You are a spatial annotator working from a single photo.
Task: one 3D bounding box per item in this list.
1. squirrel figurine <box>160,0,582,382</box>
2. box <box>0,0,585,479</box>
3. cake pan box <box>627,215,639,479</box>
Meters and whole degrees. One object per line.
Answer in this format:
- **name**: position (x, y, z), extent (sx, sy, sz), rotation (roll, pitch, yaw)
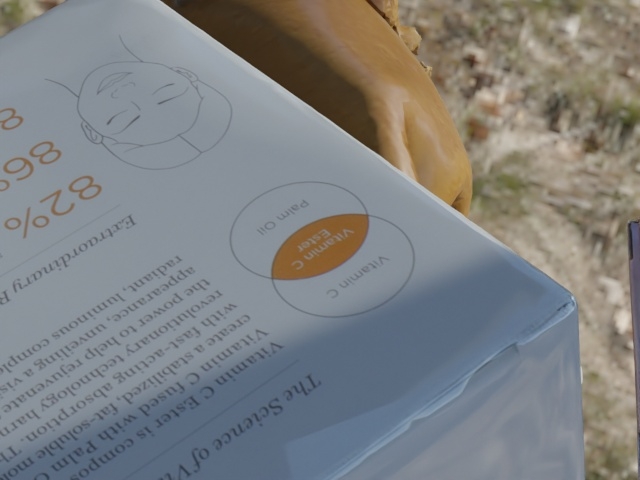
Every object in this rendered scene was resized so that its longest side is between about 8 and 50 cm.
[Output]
- **squirrel figurine**: position (0.000, 0.000, 0.859), extent (0.281, 0.370, 0.397), rotation (-15, 59, 26)
- **box**: position (-0.044, 0.034, 0.379), extent (0.130, 0.091, 0.170), rotation (-33, 48, -21)
- **cake pan box**: position (0.261, 0.103, 0.704), extent (0.246, 0.266, 0.070), rotation (-4, 4, 15)
